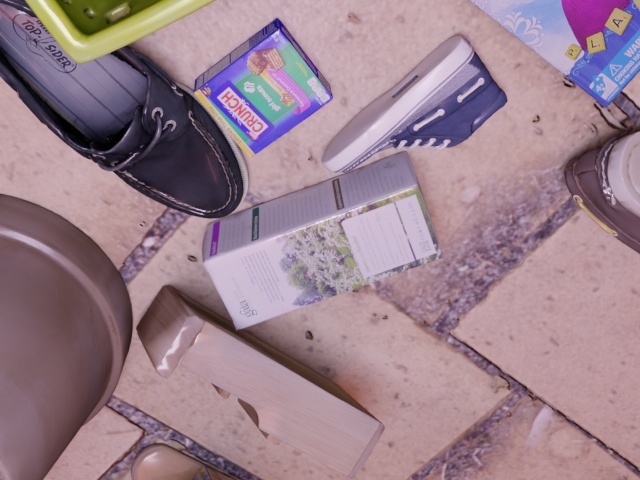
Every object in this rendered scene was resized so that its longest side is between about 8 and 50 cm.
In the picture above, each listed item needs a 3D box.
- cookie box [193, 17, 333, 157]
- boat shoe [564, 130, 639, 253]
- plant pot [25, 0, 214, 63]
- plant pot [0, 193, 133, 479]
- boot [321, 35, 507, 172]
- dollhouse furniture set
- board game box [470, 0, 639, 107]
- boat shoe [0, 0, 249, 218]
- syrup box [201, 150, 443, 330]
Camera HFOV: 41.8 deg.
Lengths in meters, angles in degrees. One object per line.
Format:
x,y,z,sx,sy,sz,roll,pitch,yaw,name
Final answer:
-0.057,-0.151,0.838,0.107,0.040,0.092,-34,117,15,cookie box
0.408,-0.010,0.919,0.324,0.097,0.116,28,73,-22,boat shoe
-0.142,-0.307,0.649,0.227,0.207,0.228,-25,118,10,plant pot
-0.371,0.154,0.852,0.323,0.280,0.323,-2,120,-4,plant pot
0.096,-0.114,0.852,0.190,0.069,0.086,-39,112,15,boot
-0.156,0.290,0.913,0.257,0.362,0.394,34,86,-20,dollhouse furniture set
0.245,-0.334,0.741,0.318,0.066,0.318,31,112,-19,board game box
-0.200,-0.126,0.800,0.127,0.113,0.340,-33,116,14,boat shoe
0.000,0.000,0.895,0.237,0.096,0.093,-20,118,7,syrup box
